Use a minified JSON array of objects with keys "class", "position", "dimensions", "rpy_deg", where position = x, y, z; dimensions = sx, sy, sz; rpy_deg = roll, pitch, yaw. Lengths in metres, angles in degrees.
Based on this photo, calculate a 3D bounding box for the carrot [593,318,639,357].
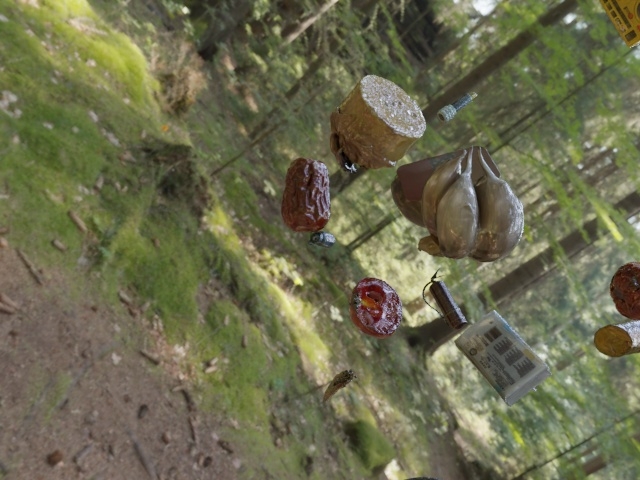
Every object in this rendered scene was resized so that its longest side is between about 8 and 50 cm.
[{"class":"carrot","position":[0.965,0.298,1.850],"dimensions":[0.302,0.114,0.114],"rpy_deg":[0,50,-42]}]

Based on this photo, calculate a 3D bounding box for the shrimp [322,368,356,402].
[{"class":"shrimp","position":[0.055,0.416,1.720],"dimensions":[0.042,0.190,0.101],"rpy_deg":[36,52,1]}]

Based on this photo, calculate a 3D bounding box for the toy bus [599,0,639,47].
[{"class":"toy bus","position":[0.831,-0.703,1.611],"dimensions":[0.330,0.144,0.152],"rpy_deg":[61,-29,4]}]

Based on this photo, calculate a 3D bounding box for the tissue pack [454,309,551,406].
[{"class":"tissue pack","position":[0.532,0.351,1.738],"dimensions":[0.229,0.159,0.145],"rpy_deg":[51,-1,40]}]

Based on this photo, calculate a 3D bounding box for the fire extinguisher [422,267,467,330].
[{"class":"fire extinguisher","position":[0.307,0.154,1.505],"dimensions":[0.045,0.078,0.157],"rpy_deg":[32,29,-58]}]

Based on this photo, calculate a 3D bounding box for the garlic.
[{"class":"garlic","position":[0.342,-0.063,1.392],"dimensions":[0.237,0.210,0.292],"rpy_deg":[-102,-164,-46]}]

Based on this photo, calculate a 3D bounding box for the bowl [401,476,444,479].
[{"class":"bowl","position":[0.237,0.731,1.358],"dimensions":[0.353,0.354,0.185],"rpy_deg":[59,-7,22]}]

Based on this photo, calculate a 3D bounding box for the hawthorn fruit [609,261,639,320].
[{"class":"hawthorn fruit","position":[0.903,0.138,1.650],"dimensions":[0.173,0.179,0.173],"rpy_deg":[9,90,-69]}]

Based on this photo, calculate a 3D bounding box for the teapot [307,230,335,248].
[{"class":"teapot","position":[0.001,-0.004,1.863],"dimensions":[0.083,0.064,0.049],"rpy_deg":[18,78,-49]}]

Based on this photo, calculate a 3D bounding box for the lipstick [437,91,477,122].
[{"class":"lipstick","position":[0.354,-0.347,1.522],"dimensions":[0.037,0.116,0.037],"rpy_deg":[51,-8,10]}]

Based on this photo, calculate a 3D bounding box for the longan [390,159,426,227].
[{"class":"longan","position":[0.431,-0.189,2.377],"dimensions":[0.350,0.288,0.288],"rpy_deg":[26,31,-56]}]

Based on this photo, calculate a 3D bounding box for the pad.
[{"class":"pad","position":[0.360,-0.193,1.694],"dimensions":[0.181,0.267,0.004],"rpy_deg":[-100,175,-48]}]

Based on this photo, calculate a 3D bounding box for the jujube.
[{"class":"jujube","position":[-0.041,-0.137,1.827],"dimensions":[0.155,0.155,0.230],"rpy_deg":[-14,110,-74]}]

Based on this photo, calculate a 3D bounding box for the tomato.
[{"class":"tomato","position":[0.129,0.182,1.508],"dimensions":[0.139,0.091,0.159],"rpy_deg":[13,52,-20]}]

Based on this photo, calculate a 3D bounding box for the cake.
[{"class":"cake","position":[0.187,-0.409,2.258],"dimensions":[0.332,0.321,0.332],"rpy_deg":[24,43,-24]}]
